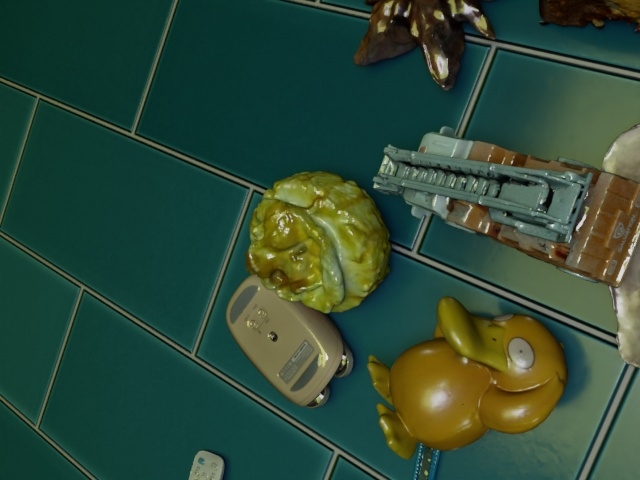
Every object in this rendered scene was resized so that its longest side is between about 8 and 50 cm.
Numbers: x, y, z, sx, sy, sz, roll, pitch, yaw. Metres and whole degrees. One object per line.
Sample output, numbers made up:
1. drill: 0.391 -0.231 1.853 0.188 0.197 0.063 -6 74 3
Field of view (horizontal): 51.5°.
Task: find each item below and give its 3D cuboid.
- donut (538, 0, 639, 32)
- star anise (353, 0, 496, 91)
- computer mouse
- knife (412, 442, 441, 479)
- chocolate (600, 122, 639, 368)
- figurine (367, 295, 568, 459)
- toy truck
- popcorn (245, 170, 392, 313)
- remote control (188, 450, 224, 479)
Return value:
1. donut: 0.385 -0.316 0.828 0.217 0.141 0.085 24 90 26
2. star anise: 0.166 -0.395 0.975 0.292 0.109 0.349 46 107 21
3. computer mouse: -0.054 0.154 1.068 0.236 0.082 0.145 42 106 25
4. knife: 0.158 0.317 0.959 0.044 0.026 0.296 11 90 20
5. chocolate: 0.438 0.003 0.776 0.185 0.101 0.303 -10 76 43
6. figurine: 0.190 0.180 0.867 0.215 0.215 0.228 49 118 25
7. toy truck: 0.215 -0.064 0.837 0.338 0.185 0.132 28 100 53
8. popcorn: 0.000 0.000 0.998 0.221 0.184 0.204 35 117 15
9. remote control: -0.206 0.486 1.154 0.073 0.044 0.229 4 79 41
